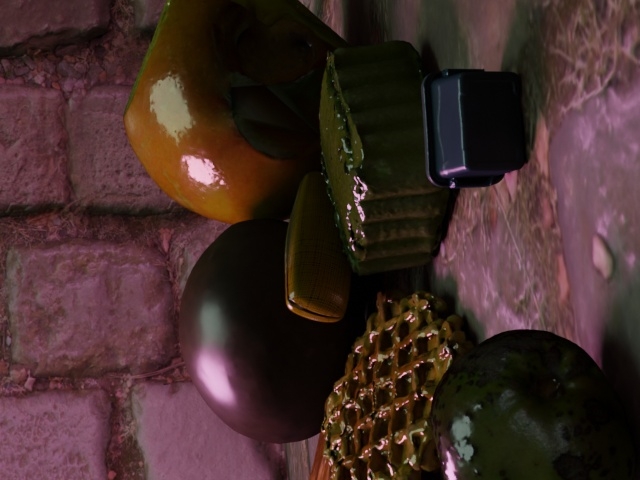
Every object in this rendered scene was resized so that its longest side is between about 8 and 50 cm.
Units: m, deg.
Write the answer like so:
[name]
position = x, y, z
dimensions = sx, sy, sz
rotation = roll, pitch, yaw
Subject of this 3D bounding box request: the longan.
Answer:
[longan]
position = -0.060, 0.117, 1.195
dimensions = 0.300, 0.243, 0.300
rotation = 2, -90, -86

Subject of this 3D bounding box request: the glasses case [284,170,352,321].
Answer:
[glasses case]
position = 0.000, 0.000, 1.082
dimensions = 0.234, 0.079, 0.064
rotation = -85, 18, -48

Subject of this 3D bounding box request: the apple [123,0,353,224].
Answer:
[apple]
position = -0.104, -0.212, 1.283
dimensions = 0.374, 0.374, 0.384
rotation = -175, 76, -81

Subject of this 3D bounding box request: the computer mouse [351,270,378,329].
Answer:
[computer mouse]
position = 0.030, 0.062, 1.370
dimensions = 0.137, 0.096, 0.233
rotation = 92, 158, -44

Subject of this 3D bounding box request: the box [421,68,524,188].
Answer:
[box]
position = 0.128, -0.094, 0.745
dimensions = 0.054, 0.074, 0.099
rotation = 176, 90, -68

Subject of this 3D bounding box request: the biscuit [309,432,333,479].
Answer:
[biscuit]
position = 0.014, 0.425, 1.472
dimensions = 0.365, 0.062, 0.385
rotation = 110, 174, -71

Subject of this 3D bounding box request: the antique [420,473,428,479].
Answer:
[antique]
position = 0.075, 0.307, 1.095
dimensions = 0.257, 0.121, 0.143
rotation = -101, 11, -47

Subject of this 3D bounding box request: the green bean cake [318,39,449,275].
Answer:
[green bean cake]
position = 0.065, -0.089, 0.999
dimensions = 0.200, 0.113, 0.214
rotation = 92, 167, -50

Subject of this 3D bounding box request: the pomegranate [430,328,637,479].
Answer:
[pomegranate]
position = 0.150, 0.130, 0.607
dimensions = 0.125, 0.163, 0.138
rotation = -47, 49, 22

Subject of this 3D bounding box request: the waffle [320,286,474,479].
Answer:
[waffle]
position = 0.075, 0.168, 0.980
dimensions = 0.245, 0.052, 0.254
rotation = -67, 22, 5
